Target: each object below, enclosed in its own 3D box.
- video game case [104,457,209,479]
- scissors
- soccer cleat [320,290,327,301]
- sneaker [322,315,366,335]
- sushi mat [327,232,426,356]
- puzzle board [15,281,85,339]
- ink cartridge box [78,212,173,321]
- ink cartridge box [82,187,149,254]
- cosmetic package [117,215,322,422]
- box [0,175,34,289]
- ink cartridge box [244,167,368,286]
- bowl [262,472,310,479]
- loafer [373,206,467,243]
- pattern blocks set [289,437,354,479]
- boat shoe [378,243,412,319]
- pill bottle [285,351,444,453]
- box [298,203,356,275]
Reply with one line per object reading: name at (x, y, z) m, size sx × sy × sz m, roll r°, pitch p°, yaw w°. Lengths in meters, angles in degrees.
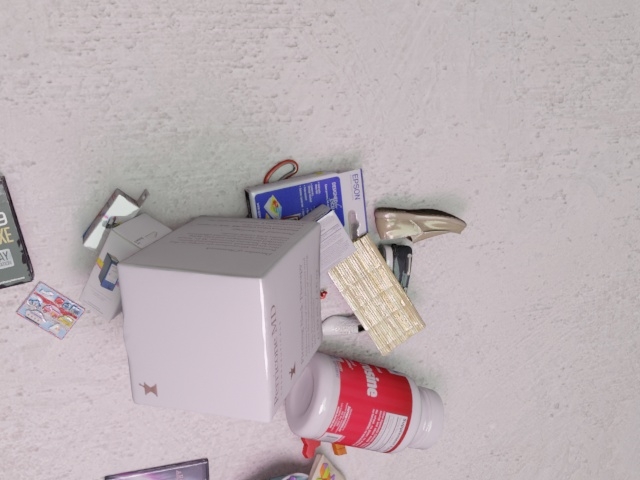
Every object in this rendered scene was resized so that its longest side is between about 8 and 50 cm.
video game case at (-0.438, 0.707, 1.884) m, size 0.274 × 0.026 × 0.196 m, roll -5°, pitch 105°, yaw -18°
scissors at (-0.165, -0.091, 1.780) m, size 0.297 × 0.021 × 0.109 m, roll -37°, pitch 115°, yaw -6°
soccer cleat at (-0.010, 0.171, 1.898) m, size 0.083 × 0.029 × 0.036 m, roll -40°, pitch 122°, yaw -3°
sneaker at (0.073, 0.239, 1.928) m, size 0.152 × 0.061 × 0.054 m, roll -7°, pitch 108°, yaw -17°
sushi mat at (0.145, 0.145, 1.848) m, size 0.151 × 0.019 × 0.317 m, roll -35°, pitch 102°, yaw -8°
puzzle board at (-0.652, 0.172, 1.674) m, size 0.128 × 0.011 × 0.096 m, roll 38°, pitch 89°, yaw -24°
ink cartridge box at (-0.446, 0.058, 1.600) m, size 0.093 × 0.154 × 0.212 m, roll 35°, pitch 114°, yaw 3°
ink cartridge box at (-0.481, -0.058, 1.625) m, size 0.061 × 0.104 × 0.181 m, roll 36°, pitch 89°, yaw -23°
cosmetic package at (-0.202, 0.153, 1.563) m, size 0.327 × 0.394 × 0.330 m, roll 4°, pitch 109°, yaw 16°
box at (-0.824, 0.010, 1.533) m, size 0.307 × 0.076 × 0.243 m, roll -14°, pitch 108°, yaw -16°
ink cartridge box at (-0.027, -0.021, 1.813) m, size 0.307 × 0.072 × 0.304 m, roll -14°, pitch 112°, yaw -20°
bowl at (-0.139, 0.787, 1.898) m, size 0.311 × 0.163 × 0.312 m, roll 4°, pitch 85°, yaw -55°
loafer at (0.271, -0.038, 1.911) m, size 0.268 × 0.102 × 0.092 m, roll 5°, pitch 104°, yaw -11°
pattern blocks set at (0.014, 0.701, 1.959) m, size 0.325 × 0.026 × 0.286 m, roll 43°, pitch 54°, yaw -45°
boat shoe at (0.207, 0.160, 1.926) m, size 0.091 × 0.114 × 0.303 m, roll 0°, pitch 105°, yaw -14°
pill bottle at (0.128, 0.459, 1.913) m, size 0.407 × 0.229 × 0.229 m, roll 17°, pitch 97°, yaw -23°
box at (0.000, 0.000, 1.753) m, size 0.126 × 0.072 × 0.137 m, roll -35°, pitch 117°, yaw -8°
